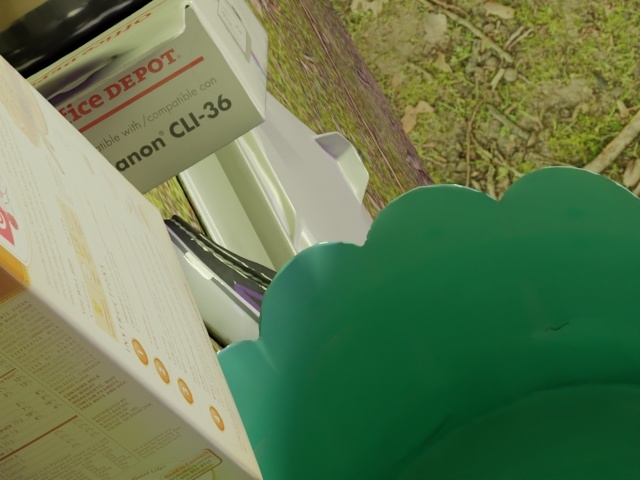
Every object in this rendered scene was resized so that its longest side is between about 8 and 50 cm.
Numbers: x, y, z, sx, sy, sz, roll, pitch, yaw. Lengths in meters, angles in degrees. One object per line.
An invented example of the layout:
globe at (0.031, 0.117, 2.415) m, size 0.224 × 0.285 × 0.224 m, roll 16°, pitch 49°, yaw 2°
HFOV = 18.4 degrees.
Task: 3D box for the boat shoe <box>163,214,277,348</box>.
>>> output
boat shoe at (0.008, 0.051, 0.992) m, size 0.228 × 0.076 × 0.080 m, roll 39°, pitch -7°, yaw -6°

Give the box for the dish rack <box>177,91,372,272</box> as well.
dish rack at (0.000, 0.000, 1.338) m, size 0.285 × 0.072 × 0.333 m, roll 63°, pitch 11°, yaw 20°

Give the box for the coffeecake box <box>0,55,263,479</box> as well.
coffeecake box at (-0.109, 0.010, 0.688) m, size 0.185 × 0.068 × 0.142 m, roll 48°, pitch 14°, yaw -50°

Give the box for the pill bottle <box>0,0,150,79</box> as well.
pill bottle at (-0.163, -0.165, 0.781) m, size 0.219 × 0.123 × 0.123 m, roll 59°, pitch 9°, yaw -7°

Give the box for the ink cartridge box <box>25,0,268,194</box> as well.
ink cartridge box at (-0.088, -0.068, 0.915) m, size 0.067 × 0.115 × 0.198 m, roll 57°, pitch 10°, yaw -16°

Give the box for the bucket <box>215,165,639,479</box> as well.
bucket at (0.095, 0.128, 0.792) m, size 0.281 × 0.281 × 0.183 m, roll 65°, pitch 2°, yaw 34°
